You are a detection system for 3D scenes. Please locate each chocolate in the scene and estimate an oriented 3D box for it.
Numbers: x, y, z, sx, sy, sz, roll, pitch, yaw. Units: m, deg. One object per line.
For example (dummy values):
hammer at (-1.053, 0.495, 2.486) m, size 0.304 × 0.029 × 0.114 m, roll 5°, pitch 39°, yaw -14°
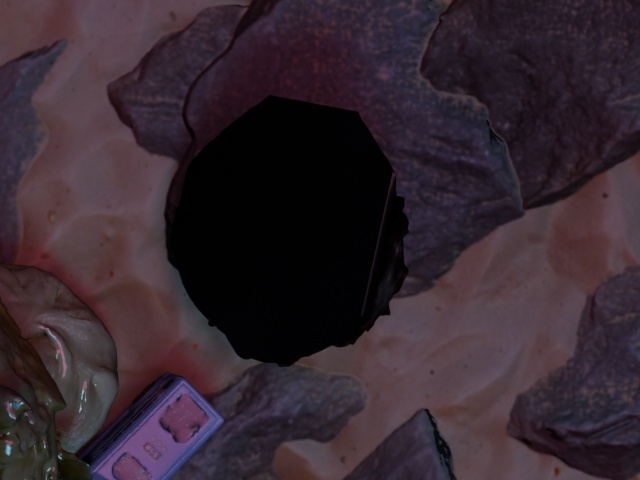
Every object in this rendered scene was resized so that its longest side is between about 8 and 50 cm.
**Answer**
chocolate at (0.000, 0.000, 1.405) m, size 0.177 × 0.206 × 0.224 m, roll 11°, pitch 92°, yaw -60°

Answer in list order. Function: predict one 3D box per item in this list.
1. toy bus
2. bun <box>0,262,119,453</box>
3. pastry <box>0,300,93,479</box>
toy bus at (-0.163, 0.190, 1.349) m, size 0.073 × 0.076 × 0.167 m, roll 46°, pitch 74°, yaw -9°
bun at (-0.256, 0.109, 1.315) m, size 0.183 × 0.102 × 0.183 m, roll 1°, pitch 86°, yaw -15°
pastry at (-0.351, 0.141, 1.217) m, size 0.330 × 0.136 × 0.329 m, roll 1°, pitch 93°, yaw 16°
